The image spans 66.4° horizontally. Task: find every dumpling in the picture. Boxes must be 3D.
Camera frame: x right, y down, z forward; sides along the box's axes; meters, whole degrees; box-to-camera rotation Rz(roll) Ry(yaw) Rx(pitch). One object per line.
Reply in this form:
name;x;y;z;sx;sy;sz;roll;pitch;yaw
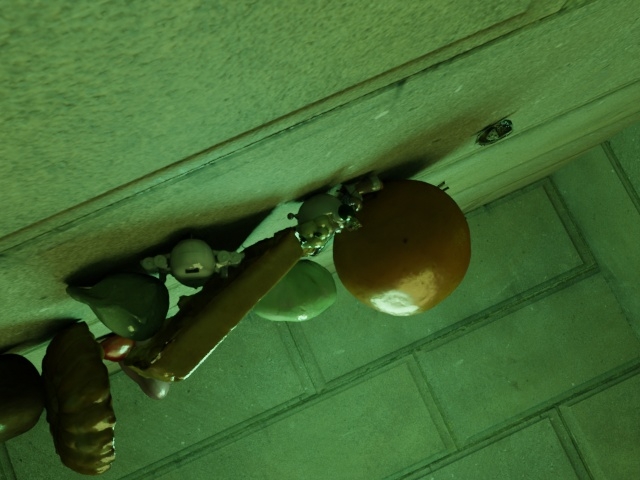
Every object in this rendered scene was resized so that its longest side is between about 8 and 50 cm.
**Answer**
dumpling;-0.318;0.092;0.811;0.108;0.152;0.219;-47;-172;-16

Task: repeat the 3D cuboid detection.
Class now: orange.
orange;0.177;0.015;1.086;0.312;0.312;0.312;-24;172;-3

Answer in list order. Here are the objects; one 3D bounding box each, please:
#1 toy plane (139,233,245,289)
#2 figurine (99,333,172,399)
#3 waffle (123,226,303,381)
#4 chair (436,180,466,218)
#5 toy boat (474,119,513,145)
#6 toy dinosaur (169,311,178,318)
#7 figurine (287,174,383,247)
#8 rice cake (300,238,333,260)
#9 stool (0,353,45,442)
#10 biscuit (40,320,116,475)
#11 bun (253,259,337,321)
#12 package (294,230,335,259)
toy plane;-0.214;0.036;0.825;0.174;0.080;0.174;-6;167;-1
figurine;-0.551;0.361;1.591;0.211;0.261;0.269;-51;-179;-21
waffle;-0.204;0.123;0.913;0.348;0.077;0.304;-46;-167;-30
chair;0.280;-0.046;1.537;0.326;0.160;0.170;-31;170;16
toy boat;0.356;-0.219;1.007;0.083;0.038;0.038;-27;172;23
toy dinosaur;-0.410;0.212;1.521;0.154;0.049;0.055;-30;175;5
figurine;0.035;-0.054;0.927;0.197;0.093;0.147;-23;-177;-18
rice cake;0.000;0.000;1.386;0.124;0.038;0.211;-20;170;-30
stool;-0.705;0.332;0.941;0.179;0.179;0.264;-27;173;15
biscuit;-0.525;0.343;1.050;0.107;0.325;0.326;-10;165;-37
bun;-0.088;0.127;1.505;0.283;0.179;0.283;-4;-166;1
package;-0.054;0.016;1.245;0.154;0.030;0.239;-11;160;-24
